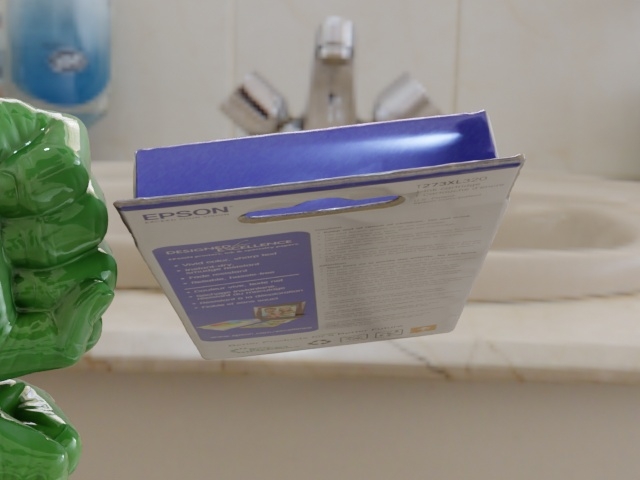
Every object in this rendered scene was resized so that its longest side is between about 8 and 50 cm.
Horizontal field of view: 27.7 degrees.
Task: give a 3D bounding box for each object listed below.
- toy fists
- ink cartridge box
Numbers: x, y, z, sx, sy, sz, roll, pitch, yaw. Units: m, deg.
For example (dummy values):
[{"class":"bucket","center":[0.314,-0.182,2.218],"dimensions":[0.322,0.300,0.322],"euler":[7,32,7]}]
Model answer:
[{"class":"toy fists","center":[-0.177,0.066,0.641],"dimensions":[0.142,0.279,0.096],"euler":[4,13,-40]},{"class":"ink cartridge box","center":[0.000,0.000,0.717],"dimensions":[0.176,0.069,0.371],"euler":[-6,-13,-1]}]
